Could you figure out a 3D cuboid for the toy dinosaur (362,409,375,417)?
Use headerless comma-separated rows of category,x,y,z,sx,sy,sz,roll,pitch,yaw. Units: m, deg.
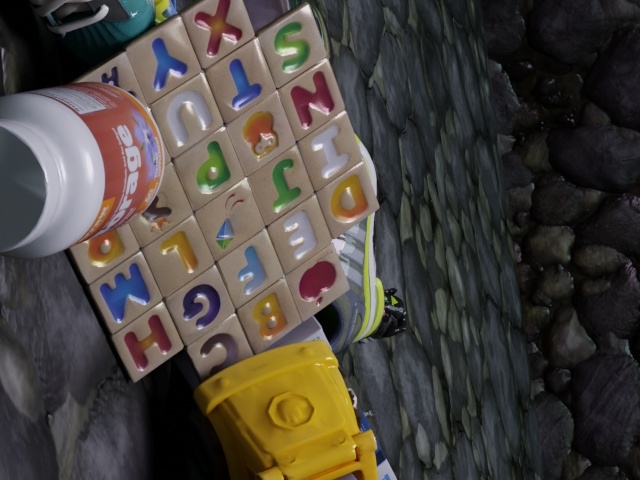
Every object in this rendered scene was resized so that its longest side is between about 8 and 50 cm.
toy dinosaur,0.016,0.242,2.130,0.268,0.064,0.118,44,45,-61

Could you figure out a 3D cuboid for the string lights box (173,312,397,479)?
string lights box,-0.030,0.178,1.825,0.077,0.133,0.259,51,-10,44

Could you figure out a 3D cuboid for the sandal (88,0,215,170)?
sandal,-0.155,-0.175,1.646,0.138,0.126,0.317,-56,136,-74

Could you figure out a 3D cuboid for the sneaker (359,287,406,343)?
sneaker,0.066,0.079,2.377,0.170,0.075,0.063,56,28,-56

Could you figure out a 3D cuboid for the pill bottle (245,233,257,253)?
pill bottle,-0.078,-0.008,1.796,0.246,0.130,0.130,33,50,-70

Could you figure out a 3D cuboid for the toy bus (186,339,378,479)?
toy bus,-0.009,0.235,1.678,0.211,0.149,0.220,52,-25,43

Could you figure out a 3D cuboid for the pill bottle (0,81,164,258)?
pill bottle,-0.203,-0.051,1.383,0.216,0.121,0.121,-33,112,-73

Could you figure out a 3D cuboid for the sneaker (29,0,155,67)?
sneaker,-0.228,-0.238,1.457,0.121,0.108,0.302,-79,147,-49

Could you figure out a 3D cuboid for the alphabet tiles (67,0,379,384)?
alphabet tiles,-0.088,-0.040,1.616,0.011,0.285,0.342,31,-31,48

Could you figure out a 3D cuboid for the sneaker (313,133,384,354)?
sneaker,0.000,0.000,2.031,0.121,0.111,0.300,-50,134,-54

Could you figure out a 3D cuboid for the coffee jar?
coffee jar,-0.045,-0.245,2.163,0.184,0.079,0.096,33,42,-69
